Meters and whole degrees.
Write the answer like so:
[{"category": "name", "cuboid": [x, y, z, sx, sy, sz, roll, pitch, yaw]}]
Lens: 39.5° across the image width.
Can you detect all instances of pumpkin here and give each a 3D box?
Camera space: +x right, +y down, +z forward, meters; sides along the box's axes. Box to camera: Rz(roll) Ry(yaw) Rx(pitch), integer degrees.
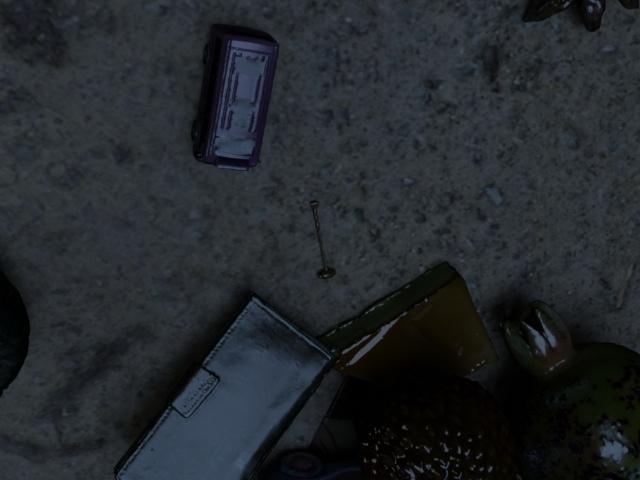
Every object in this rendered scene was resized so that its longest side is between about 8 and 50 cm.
[{"category": "pumpkin", "cuboid": [-0.466, 0.117, 1.095, 0.212, 0.152, 0.211, -1, 101, -6]}]

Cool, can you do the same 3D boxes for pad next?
[{"category": "pad", "cuboid": [0.071, 0.370, 1.461, 0.220, 0.004, 0.330, 19, 104, -24]}]

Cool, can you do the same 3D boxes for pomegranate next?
[{"category": "pomegranate", "cuboid": [0.387, 0.246, 1.389, 0.285, 0.285, 0.340, -34, 94, -3]}]

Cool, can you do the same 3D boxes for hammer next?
[{"category": "hammer", "cuboid": [0.000, 0.000, 1.283, 0.029, 0.014, 0.122, -19, 114, -20]}]

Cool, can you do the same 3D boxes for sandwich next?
[{"category": "sandwich", "cuboid": [0.143, 0.182, 1.374, 0.245, 0.063, 0.212, -31, 117, -4]}]

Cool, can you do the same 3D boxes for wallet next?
[{"category": "wallet", "cuboid": [-0.129, 0.243, 1.249, 0.169, 0.044, 0.317, 38, 80, -11]}]

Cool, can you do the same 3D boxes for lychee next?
[{"category": "lychee", "cuboid": [0.170, 0.310, 1.270, 0.236, 0.271, 0.236, -20, 144, -15]}]

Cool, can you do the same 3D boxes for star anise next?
[{"category": "star anise", "cuboid": [0.349, -0.373, 1.192, 0.197, 0.073, 0.212, 5, 132, -2]}]

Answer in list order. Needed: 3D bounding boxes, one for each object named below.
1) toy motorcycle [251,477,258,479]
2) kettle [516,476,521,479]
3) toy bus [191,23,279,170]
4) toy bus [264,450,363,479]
[{"category": "toy motorcycle", "cuboid": [-0.180, 0.342, 1.311, 0.169, 0.113, 0.315, 19, 95, -15]}, {"category": "kettle", "cuboid": [0.264, 0.511, 1.524, 0.211, 0.160, 0.243, 8, 119, -51]}, {"category": "toy bus", "cuboid": [-0.109, -0.175, 1.125, 0.087, 0.098, 0.178, 5, 110, -21]}, {"category": "toy bus", "cuboid": [0.047, 0.460, 1.356, 0.294, 0.232, 0.197, 1, 111, -20]}]
